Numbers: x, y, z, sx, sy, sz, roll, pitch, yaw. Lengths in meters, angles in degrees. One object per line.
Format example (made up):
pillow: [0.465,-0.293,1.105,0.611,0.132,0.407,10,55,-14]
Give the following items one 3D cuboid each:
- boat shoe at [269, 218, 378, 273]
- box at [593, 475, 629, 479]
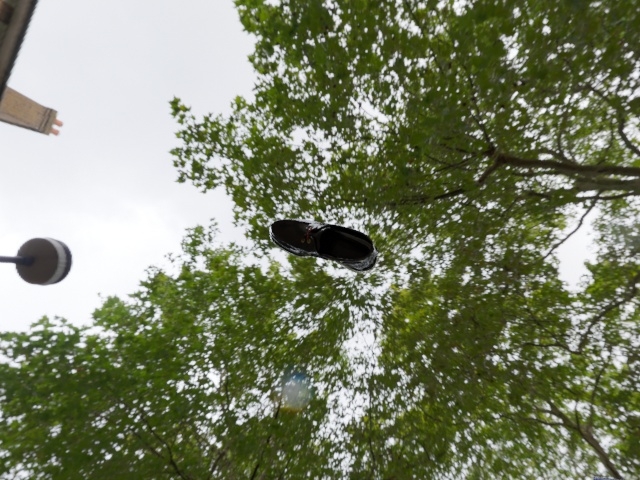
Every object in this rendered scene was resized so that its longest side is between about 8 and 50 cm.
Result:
boat shoe: [0.001,-0.002,0.463,0.133,0.042,0.049,17,-113,18]
box: [0.297,0.284,0.349,0.036,0.225,0.136,12,-115,16]
